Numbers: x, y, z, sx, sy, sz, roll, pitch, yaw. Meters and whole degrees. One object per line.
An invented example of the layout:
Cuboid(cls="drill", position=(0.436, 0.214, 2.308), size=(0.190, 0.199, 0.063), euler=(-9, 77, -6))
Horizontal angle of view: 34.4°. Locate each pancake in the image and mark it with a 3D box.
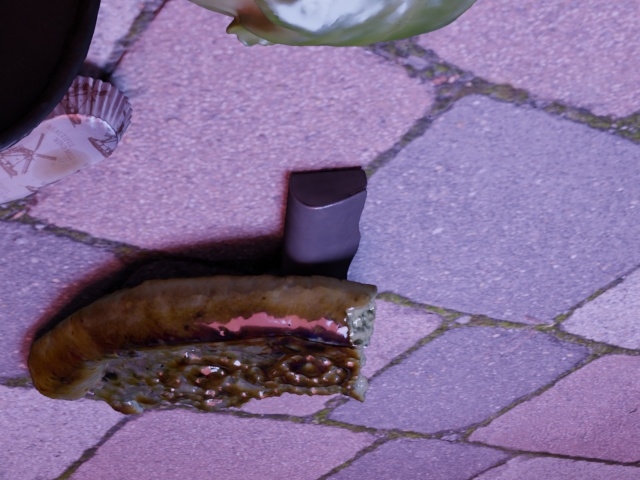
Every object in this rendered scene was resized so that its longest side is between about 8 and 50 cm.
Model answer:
Cuboid(cls="pancake", position=(-0.130, 0.130, 1.097), size=(0.426, 0.067, 0.305), euler=(-6, 147, 13))

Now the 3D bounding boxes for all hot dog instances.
Cuboid(cls="hot dog", position=(-0.233, -0.075, 0.797), size=(0.192, 0.053, 0.099), euler=(-22, 147, 16))

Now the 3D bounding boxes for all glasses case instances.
Cuboid(cls="glasses case", position=(0.000, 0.001, 0.989), size=(0.072, 0.042, 0.191), euler=(-10, 149, -12))

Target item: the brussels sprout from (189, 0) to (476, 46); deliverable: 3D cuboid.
Cuboid(cls="brussels sprout", position=(-0.003, -0.195, 0.492), size=(0.244, 0.244, 0.244), euler=(-6, 149, -4))

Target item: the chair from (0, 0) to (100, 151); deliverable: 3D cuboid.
Cuboid(cls="chair", position=(-0.309, -0.089, 0.506), size=(0.226, 0.227, 0.401), euler=(22, 153, -40))
